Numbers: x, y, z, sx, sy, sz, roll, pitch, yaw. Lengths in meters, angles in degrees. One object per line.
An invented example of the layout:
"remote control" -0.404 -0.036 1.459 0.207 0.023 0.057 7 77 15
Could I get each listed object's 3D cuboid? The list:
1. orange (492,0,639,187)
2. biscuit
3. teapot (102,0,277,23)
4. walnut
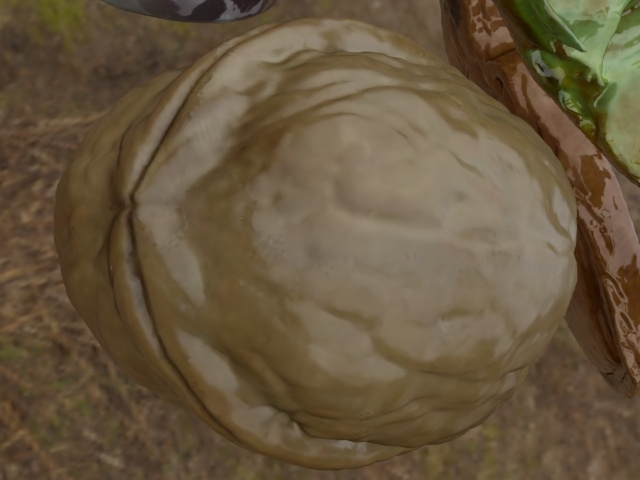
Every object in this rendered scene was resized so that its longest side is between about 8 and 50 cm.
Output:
"orange" 0.240 -0.189 1.104 0.262 0.196 0.334 -43 112 -10
"biscuit" 0.212 -0.052 1.543 0.349 0.078 0.455 60 6 -56
"teapot" -0.085 -0.392 1.508 0.233 0.312 0.315 35 37 25
"walnut" 0.000 0.002 0.997 0.313 0.252 0.277 7 26 -47
